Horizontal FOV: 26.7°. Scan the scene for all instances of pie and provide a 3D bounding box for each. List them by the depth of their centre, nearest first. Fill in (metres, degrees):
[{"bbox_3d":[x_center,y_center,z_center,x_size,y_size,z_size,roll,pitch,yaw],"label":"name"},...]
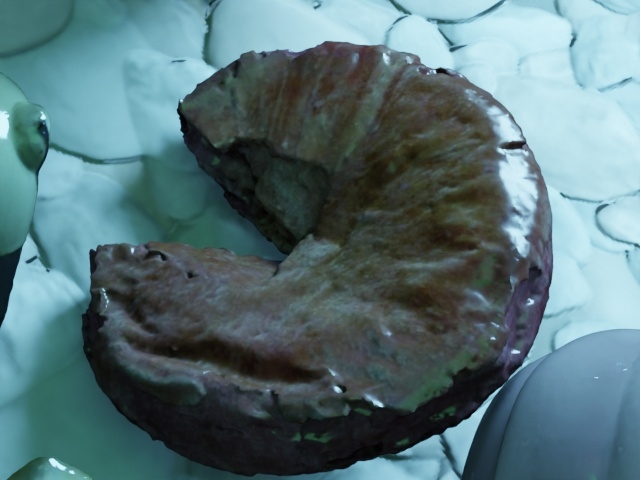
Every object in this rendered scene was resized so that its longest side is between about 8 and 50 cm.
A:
[{"bbox_3d":[0.000,0.000,0.596,0.204,0.054,0.218,4,56,13],"label":"pie"}]

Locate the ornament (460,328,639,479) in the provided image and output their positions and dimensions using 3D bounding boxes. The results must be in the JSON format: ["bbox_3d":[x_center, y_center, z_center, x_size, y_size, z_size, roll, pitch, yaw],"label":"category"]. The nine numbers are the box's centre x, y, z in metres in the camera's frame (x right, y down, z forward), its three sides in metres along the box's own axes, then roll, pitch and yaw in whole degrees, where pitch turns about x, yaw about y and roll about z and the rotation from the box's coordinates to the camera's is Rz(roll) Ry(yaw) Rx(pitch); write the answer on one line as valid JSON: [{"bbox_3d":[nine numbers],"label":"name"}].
[{"bbox_3d":[0.143,0.124,0.546,0.178,0.177,0.177,7,63,-13],"label":"ornament"}]

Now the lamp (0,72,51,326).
[{"bbox_3d":[-0.236,-0.039,0.518,0.244,0.198,0.197,13,60,-34],"label":"lamp"}]

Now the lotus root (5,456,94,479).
[{"bbox_3d":[-0.062,0.223,0.467,0.210,0.142,0.314,-44,86,10],"label":"lotus root"}]
